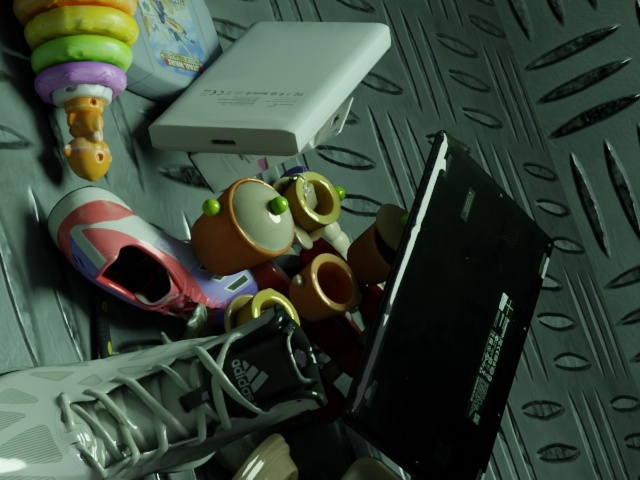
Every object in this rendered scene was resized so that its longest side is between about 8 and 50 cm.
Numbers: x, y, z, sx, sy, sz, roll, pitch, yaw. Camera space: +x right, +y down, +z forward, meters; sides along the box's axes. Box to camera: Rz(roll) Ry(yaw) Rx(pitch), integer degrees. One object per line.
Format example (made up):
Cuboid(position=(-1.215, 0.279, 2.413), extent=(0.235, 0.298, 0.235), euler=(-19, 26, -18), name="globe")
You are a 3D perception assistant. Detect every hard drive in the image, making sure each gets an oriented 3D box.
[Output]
Cuboid(position=(-0.059, -0.198, 2.307), extent=(0.307, 0.203, 0.040), euler=(-52, 139, -51), name="hard drive")

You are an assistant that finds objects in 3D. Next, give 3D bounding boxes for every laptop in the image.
Cuboid(position=(0.118, 0.139, 2.234), extent=(0.408, 0.236, 0.382), euler=(42, 57, -40), name="laptop")

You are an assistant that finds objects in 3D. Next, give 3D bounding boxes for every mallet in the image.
Cuboid(position=(-0.234, 0.136, 1.941), extent=(0.062, 0.039, 0.189), euler=(30, 37, -51), name="mallet")

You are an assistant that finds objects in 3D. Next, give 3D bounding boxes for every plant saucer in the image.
Cuboid(position=(-0.097, 0.319, 1.790), extent=(0.041, 0.278, 0.278), euler=(29, 21, 11), name="plant saucer")

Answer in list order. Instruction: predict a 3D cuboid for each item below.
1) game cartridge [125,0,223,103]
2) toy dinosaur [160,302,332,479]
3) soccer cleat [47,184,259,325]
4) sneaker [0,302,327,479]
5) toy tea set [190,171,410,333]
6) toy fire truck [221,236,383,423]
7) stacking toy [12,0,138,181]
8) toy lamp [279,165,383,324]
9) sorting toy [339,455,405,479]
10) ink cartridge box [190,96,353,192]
Cuboid(position=(-0.217, -0.277, 2.350), extent=(0.297, 0.062, 0.198), euler=(4, 61, -65), name="game cartridge")
Cuboid(position=(-0.102, 0.200, 2.098), extent=(0.313, 0.121, 0.160), euler=(63, 35, -19), name="toy dinosaur")
Cuboid(position=(-0.172, 0.046, 2.032), extent=(0.318, 0.108, 0.116), euler=(32, 17, -47), name="soccer cleat")
Cuboid(position=(-0.162, 0.145, 1.737), extent=(0.447, 0.257, 0.169), euler=(-14, 76, -56), name="sneaker")
Cuboid(position=(0.000, 0.000, 2.068), extent=(0.336, 0.124, 0.200), euler=(-28, 86, -50), name="toy tea set")
Cuboid(position=(-0.030, 0.071, 2.323), extent=(0.302, 0.169, 0.254), euler=(42, 6, -42), name="toy fire truck")
Cuboid(position=(-0.271, -0.210, 2.069), extent=(0.175, 0.166, 0.302), euler=(9, 70, -46), name="stacking toy")
Cuboid(position=(0.029, 0.008, 2.577), extent=(0.274, 0.080, 0.080), euler=(54, 26, -27), name="toy lamp")
Cuboid(position=(0.009, 0.348, 2.058), extent=(0.307, 0.229, 0.041), euler=(44, -5, -42), name="sorting toy")
Cuboid(position=(-0.062, -0.149, 2.370), extent=(0.067, 0.198, 0.115), euler=(57, 24, -22), name="ink cartridge box")
